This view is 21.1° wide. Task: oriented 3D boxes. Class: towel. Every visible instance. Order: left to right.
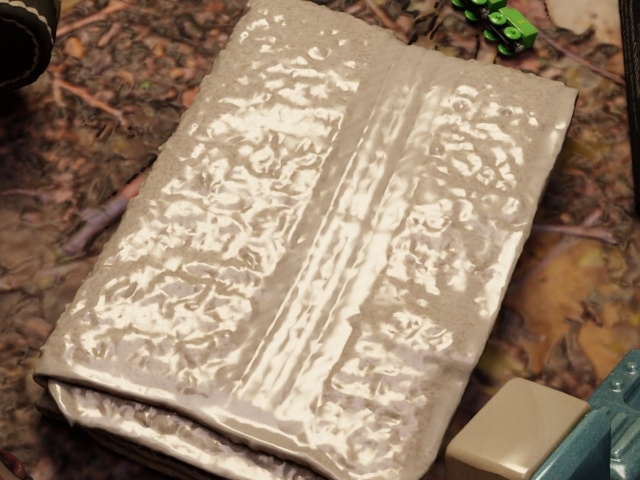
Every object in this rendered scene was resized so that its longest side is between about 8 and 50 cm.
[{"bbox_3d":[0.000,0.000,0.830,0.187,0.049,0.282,20,56,8],"label":"towel"}]

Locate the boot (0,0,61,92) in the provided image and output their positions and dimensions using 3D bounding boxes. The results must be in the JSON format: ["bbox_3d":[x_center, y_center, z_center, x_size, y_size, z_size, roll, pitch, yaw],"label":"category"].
[{"bbox_3d":[-0.293,-0.009,0.764,0.377,0.138,0.284,-3,61,-17],"label":"boot"}]

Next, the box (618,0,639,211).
[{"bbox_3d":[0.211,-0.117,0.859,0.093,0.158,0.156,3,55,-2],"label":"box"}]

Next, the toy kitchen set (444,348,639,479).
[{"bbox_3d":[0.174,0.096,0.687,0.166,0.122,0.207,18,41,31],"label":"toy kitchen set"}]

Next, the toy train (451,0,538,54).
[{"bbox_3d":[0.088,-0.133,0.946,0.023,0.017,0.083,-24,60,-30],"label":"toy train"}]

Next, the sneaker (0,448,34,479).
[{"bbox_3d":[-0.151,0.056,0.684,0.281,0.106,0.162,35,55,-24],"label":"sneaker"}]
